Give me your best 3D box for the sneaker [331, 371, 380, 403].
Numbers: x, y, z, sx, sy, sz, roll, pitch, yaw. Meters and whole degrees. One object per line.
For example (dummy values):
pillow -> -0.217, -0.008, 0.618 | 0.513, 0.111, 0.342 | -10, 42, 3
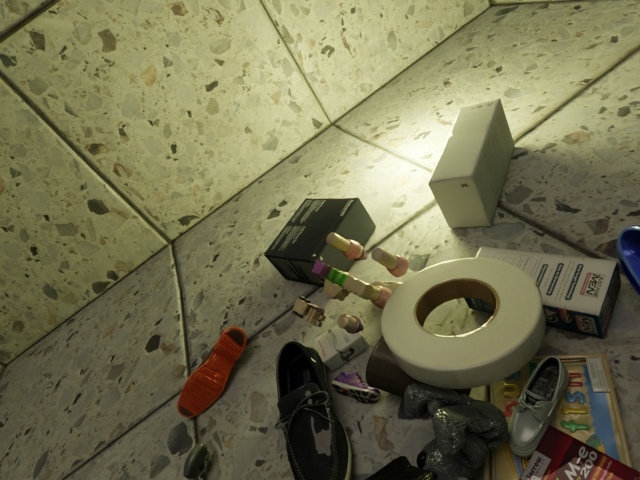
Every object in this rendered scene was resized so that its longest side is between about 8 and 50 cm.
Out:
sneaker -> 0.106, 0.421, 1.234 | 0.170, 0.068, 0.071 | 4, 45, 45

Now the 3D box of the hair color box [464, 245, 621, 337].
hair color box -> 0.580, 0.126, 1.135 | 0.347, 0.105, 0.174 | 8, 53, 47

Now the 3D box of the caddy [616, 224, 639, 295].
caddy -> 0.785, 0.088, 0.882 | 0.179, 0.241, 0.341 | -27, 34, 6

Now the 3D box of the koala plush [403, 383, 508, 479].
koala plush -> 0.286, 0.454, 0.906 | 0.196, 0.203, 0.221 | -164, 85, -75

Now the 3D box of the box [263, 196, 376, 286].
box -> 0.000, 0.000, 1.742 | 0.313, 0.179, 0.343 | 5, 51, 46

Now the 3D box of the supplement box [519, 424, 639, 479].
supplement box -> 0.500, 0.454, 0.741 | 0.130, 0.073, 0.239 | -49, 35, -18

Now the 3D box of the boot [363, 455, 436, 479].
boot -> 0.199, 0.605, 0.851 | 0.131, 0.348, 0.260 | -24, 74, -13

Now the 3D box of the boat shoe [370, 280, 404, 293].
boat shoe -> 0.236, 0.161, 1.459 | 0.137, 0.049, 0.043 | -7, 1, 40

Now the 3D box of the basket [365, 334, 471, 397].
basket -> 0.267, 0.346, 1.111 | 0.227, 0.154, 0.204 | 16, 53, 46

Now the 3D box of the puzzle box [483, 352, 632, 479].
puzzle box -> 0.488, 0.434, 0.889 | 0.272, 0.052, 0.408 | -14, 39, 31

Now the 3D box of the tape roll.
tape roll -> 0.346, 0.188, 1.052 | 0.392, 0.072, 0.392 | -21, 28, 12

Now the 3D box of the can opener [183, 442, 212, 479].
can opener -> -0.406, 0.759, 1.258 | 0.074, 0.093, 0.280 | -13, 44, 29

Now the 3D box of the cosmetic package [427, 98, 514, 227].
cosmetic package -> 0.567, -0.285, 1.545 | 0.162, 0.230, 0.453 | -3, 45, 40

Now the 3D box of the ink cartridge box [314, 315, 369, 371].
ink cartridge box -> 0.067, 0.336, 1.373 | 0.150, 0.063, 0.109 | -35, 33, 2

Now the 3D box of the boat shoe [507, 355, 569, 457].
boat shoe -> 0.459, 0.345, 0.900 | 0.079, 0.081, 0.227 | 13, 56, 49

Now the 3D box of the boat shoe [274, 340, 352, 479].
boat shoe -> -0.041, 0.492, 1.197 | 0.187, 0.156, 0.500 | -28, 35, 8

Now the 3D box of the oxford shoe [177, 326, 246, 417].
oxford shoe -> -0.397, 0.490, 1.582 | 0.363, 0.130, 0.133 | -54, 4, -14

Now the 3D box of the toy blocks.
toy blocks -> 0.131, 0.171, 1.362 | 0.289, 0.260, 0.308 | 21, 84, 51
